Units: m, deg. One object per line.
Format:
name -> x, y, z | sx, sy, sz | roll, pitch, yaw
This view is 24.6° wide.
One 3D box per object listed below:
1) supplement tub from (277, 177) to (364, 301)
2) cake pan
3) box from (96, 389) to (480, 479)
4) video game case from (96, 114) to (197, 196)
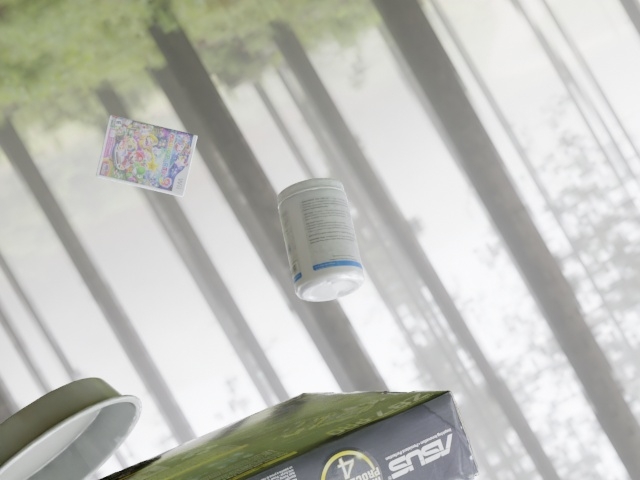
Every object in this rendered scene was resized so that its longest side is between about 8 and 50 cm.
supplement tub -> 0.000, 0.000, 1.443 | 0.071, 0.107, 0.071 | -10, 160, -4
cake pan -> -0.354, 0.273, 1.826 | 0.293, 0.054, 0.293 | -38, 164, -13
box -> -0.100, 0.244, 1.359 | 0.395, 0.097, 0.318 | -20, -179, -27
video game case -> -0.237, -0.115, 1.998 | 0.122, 0.087, 0.011 | 13, 179, -5
